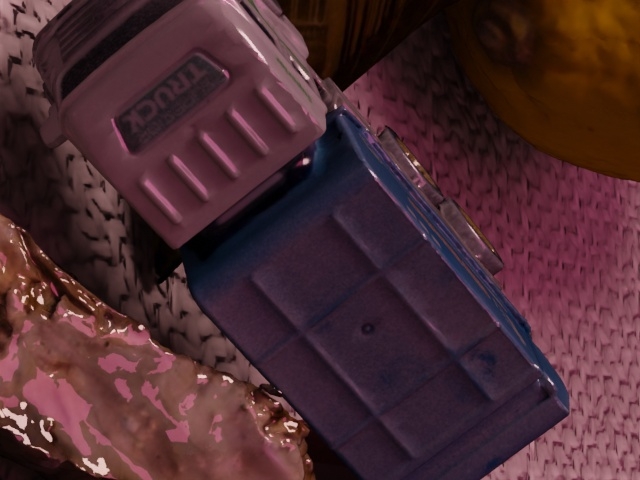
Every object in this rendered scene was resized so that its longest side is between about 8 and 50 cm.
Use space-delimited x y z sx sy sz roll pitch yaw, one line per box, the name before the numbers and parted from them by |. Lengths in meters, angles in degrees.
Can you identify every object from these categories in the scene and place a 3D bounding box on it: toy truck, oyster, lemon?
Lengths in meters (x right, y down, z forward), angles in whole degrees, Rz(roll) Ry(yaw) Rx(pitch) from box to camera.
toy truck | 0.000 0.000 1.021 0.367 0.146 0.175 48 7 -24
oyster | -0.117 0.087 0.966 0.341 0.166 0.110 39 77 -34
lemon | 0.262 -0.206 1.378 0.387 0.350 0.349 -22 102 -29

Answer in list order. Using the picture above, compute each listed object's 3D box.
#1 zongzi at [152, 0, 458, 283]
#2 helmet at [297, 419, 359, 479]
zongzi | 0.087 -0.178 1.137 0.208 0.403 0.432 148 -55 -84
helmet | 0.019 0.216 1.126 0.253 0.154 0.198 -33 109 -47
